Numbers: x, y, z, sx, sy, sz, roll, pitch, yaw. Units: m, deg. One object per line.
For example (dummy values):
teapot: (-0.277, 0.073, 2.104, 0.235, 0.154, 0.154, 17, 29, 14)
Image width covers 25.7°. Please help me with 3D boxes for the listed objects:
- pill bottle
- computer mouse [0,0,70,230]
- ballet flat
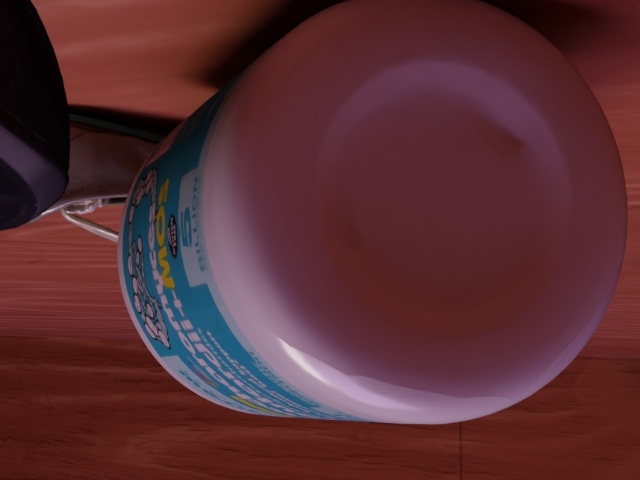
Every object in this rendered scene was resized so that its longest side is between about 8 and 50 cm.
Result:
pill bottle: (0.000, 0.000, 0.570, 0.146, 0.146, 0.264, 7, 172, -17)
computer mouse: (-0.145, -0.081, 0.392, 0.189, 0.072, 0.272, 5, 160, 12)
ballet flat: (-0.054, -0.021, 0.742, 0.213, 0.068, 0.072, 7, 172, -16)
